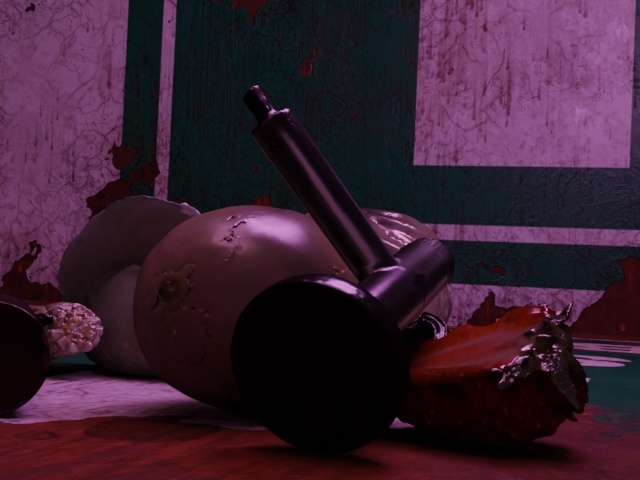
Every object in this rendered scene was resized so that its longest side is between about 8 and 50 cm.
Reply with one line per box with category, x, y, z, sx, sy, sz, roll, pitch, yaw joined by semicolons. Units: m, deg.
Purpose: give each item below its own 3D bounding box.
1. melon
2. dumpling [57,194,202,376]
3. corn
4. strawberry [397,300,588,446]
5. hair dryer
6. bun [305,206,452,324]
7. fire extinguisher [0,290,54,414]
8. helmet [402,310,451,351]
melon;-0.063;0.074;1.139;0.223;0.222;0.317;2;-4;33
dumpling;-0.203;0.095;1.448;0.321;0.211;0.270;-9;-38;-7
corn;-0.367;0.122;1.420;0.087;0.087;0.211;4;-13;-34
strawberry;0.138;0.148;0.997;0.228;0.097;0.174;-19;11;23
hair dryer;-0.016;0.015;1.001;0.284;0.155;0.320;36;28;0
bun;0.047;0.059;1.753;0.360;0.210;0.359;-5;25;2
fire extinguisher;-0.355;0.112;1.165;0.136;0.114;0.337;-13;3;-18
helmet;0.134;0.160;1.436;0.123;0.098;0.070;-34;-59;22
